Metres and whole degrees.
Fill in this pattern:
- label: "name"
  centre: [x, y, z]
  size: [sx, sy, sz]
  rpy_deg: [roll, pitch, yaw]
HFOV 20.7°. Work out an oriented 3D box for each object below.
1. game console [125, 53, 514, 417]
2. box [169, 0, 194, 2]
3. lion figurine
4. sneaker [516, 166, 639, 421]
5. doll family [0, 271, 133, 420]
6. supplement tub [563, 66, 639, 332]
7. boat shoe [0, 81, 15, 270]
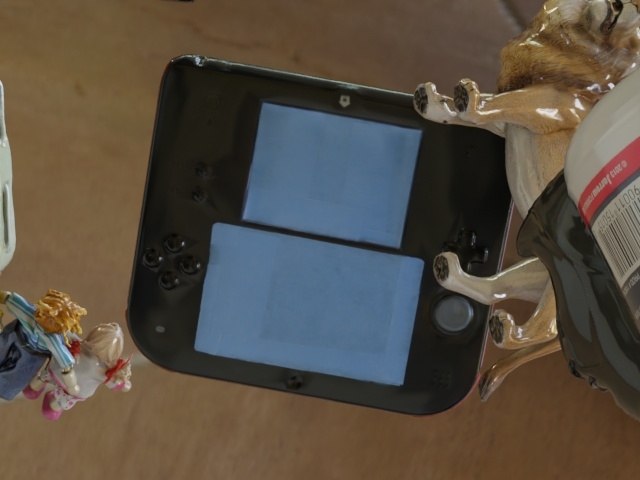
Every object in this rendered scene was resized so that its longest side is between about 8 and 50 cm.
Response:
- label: "game console"
  centre: [0.000, 0.000, 1.858]
  size: [0.386, 0.342, 0.060]
  rpy_deg: [10, 17, 1]
- label: "box"
  centre: [-0.189, -0.328, 1.609]
  size: [0.293, 0.295, 0.073]
  rpy_deg: [0, 67, -33]
- label: "lion figurine"
  centre: [0.228, -0.051, 1.666]
  size: [0.240, 0.142, 0.392]
  rpy_deg: [-2, 88, -27]
- label: "sneaker"
  centre: [0.221, 0.069, 1.084]
  size: [0.109, 0.130, 0.286]
  rpy_deg: [-5, 61, -40]
- label: "doll family"
  centre: [-0.298, 0.074, 1.667]
  size: [0.263, 0.163, 0.118]
  rpy_deg: [47, 39, -3]
- label: "supplement tub"
  centre: [0.249, 0.033, 0.807]
  size: [0.191, 0.191, 0.272]
  rpy_deg: [-17, 72, -25]
- label: "boat shoe"
  centre: [-0.296, -0.101, 1.359]
  size: [0.109, 0.302, 0.094]
  rpy_deg: [7, 17, 19]
